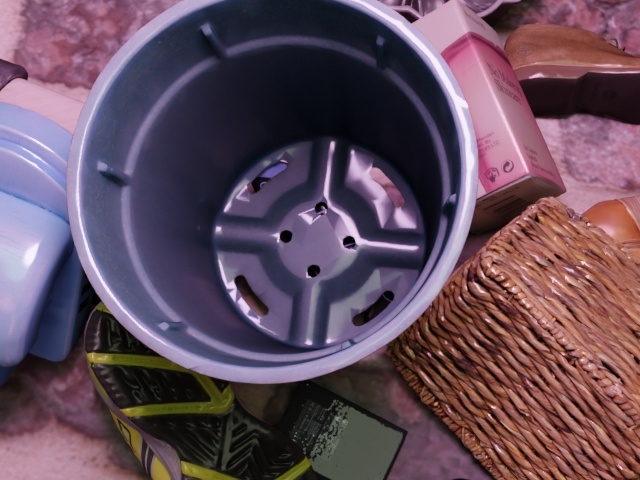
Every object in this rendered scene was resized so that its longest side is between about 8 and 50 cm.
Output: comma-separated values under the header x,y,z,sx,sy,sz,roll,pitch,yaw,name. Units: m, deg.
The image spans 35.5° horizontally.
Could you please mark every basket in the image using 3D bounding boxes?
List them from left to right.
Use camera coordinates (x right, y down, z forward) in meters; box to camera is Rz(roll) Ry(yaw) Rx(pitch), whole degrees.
x,y,z,sx,sy,sz,roll,pitch,yaw,name
0.266,0.130,1.124,0.299,0.223,0.213,46,45,7,basket

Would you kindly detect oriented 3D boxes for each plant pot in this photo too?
x,y,z,sx,sy,sz,roll,pitch,yaw,name
-0.024,-0.027,0.972,0.341,0.334,0.341,-1,80,7,plant pot

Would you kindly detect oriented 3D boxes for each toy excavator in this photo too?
x,y,z,sx,sy,sz,roll,pitch,yaw,name
-0.361,0.094,0.996,0.222,0.433,0.445,23,41,2,toy excavator

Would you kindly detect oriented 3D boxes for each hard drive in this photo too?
x,y,z,sx,sy,sz,roll,pitch,yaw,name
0.018,0.225,1.118,0.135,0.022,0.094,27,69,4,hard drive

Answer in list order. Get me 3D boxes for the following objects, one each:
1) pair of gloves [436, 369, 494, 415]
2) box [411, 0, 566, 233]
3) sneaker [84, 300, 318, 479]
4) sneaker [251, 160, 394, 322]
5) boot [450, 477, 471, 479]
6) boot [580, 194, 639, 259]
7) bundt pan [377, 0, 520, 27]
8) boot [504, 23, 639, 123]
x,y,z,sx,sy,sz,roll,pitch,yaw,name
0.171,0.166,1.164,0.083,0.010,0.074,5,70,-4,pair of gloves
0.174,-0.141,1.184,0.127,0.148,0.232,-27,72,24,box
-0.115,0.219,1.052,0.145,0.147,0.385,-29,94,-19,sneaker
0.000,0.000,1.168,0.232,0.081,0.090,36,65,7,sneaker
0.195,0.289,1.074,0.121,0.099,0.045,30,68,5,boot
0.367,0.048,1.207,0.152,0.073,0.197,-18,74,-5,boot
0.132,-0.397,1.307,0.331,0.124,0.331,2,70,-6,bundt pan
0.385,-0.223,1.289,0.305,0.112,0.115,5,59,-3,boot
